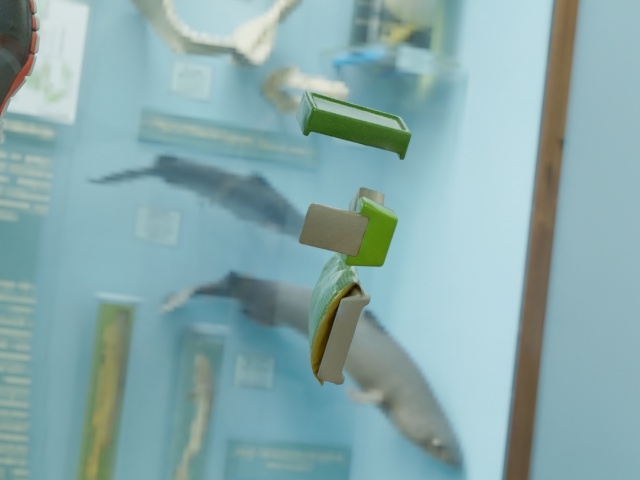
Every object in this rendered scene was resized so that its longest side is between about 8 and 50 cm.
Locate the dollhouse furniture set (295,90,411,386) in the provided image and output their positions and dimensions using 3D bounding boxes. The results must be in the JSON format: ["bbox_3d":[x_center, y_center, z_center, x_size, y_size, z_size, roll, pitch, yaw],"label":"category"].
[{"bbox_3d":[0.000,0.000,0.830,0.058,0.151,0.076,13,20,-12],"label":"dollhouse furniture set"}]

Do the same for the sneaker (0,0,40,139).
[{"bbox_3d":[-0.260,-0.128,1.129,0.061,0.158,0.065,19,7,31],"label":"sneaker"}]
